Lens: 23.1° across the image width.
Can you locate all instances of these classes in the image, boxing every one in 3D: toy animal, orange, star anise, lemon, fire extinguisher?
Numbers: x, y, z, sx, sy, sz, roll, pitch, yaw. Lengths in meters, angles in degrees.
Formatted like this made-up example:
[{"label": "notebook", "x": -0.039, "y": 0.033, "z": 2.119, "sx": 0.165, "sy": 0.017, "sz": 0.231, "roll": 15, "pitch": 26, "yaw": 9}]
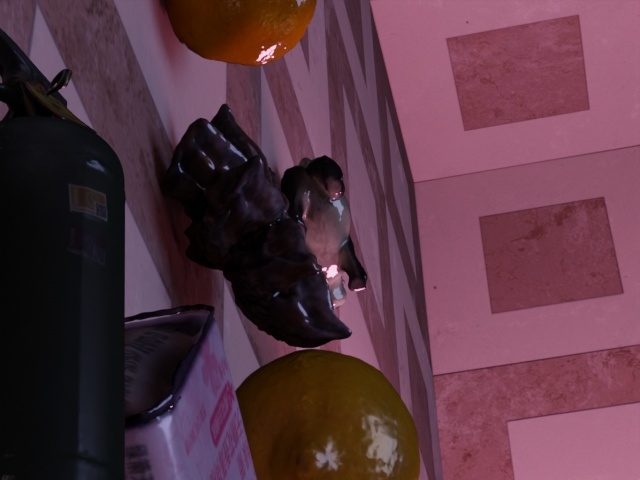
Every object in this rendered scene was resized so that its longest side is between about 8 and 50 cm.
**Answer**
[{"label": "toy animal", "x": 0.000, "y": 0.000, "z": 1.986, "sx": 0.121, "sy": 0.094, "sz": 0.225, "roll": -104, "pitch": 180, "yaw": -67}, {"label": "orange", "x": -0.078, "y": -0.231, "z": 1.489, "sx": 0.134, "sy": 0.157, "sz": 0.156, "roll": -59, "pitch": 173, "yaw": 4}, {"label": "star anise", "x": -0.066, "y": -0.003, "z": 1.395, "sx": 0.236, "sy": 0.109, "sz": 0.223, "roll": 63, "pitch": 3, "yaw": -1}, {"label": "lemon", "x": -0.003, "y": 0.189, "z": 1.377, "sx": 0.244, "sy": 0.187, "sz": 0.186, "roll": 8, "pitch": 72, "yaw": -84}, {"label": "fire extinguisher", "x": -0.153, "y": 0.029, "z": 0.812, "sx": 0.114, "sy": 0.095, "sz": 0.311, "roll": 30, "pitch": 45, "yaw": -40}]

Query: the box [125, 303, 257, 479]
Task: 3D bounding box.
[{"label": "box", "x": -0.089, "y": 0.235, "z": 0.987, "sx": 0.190, "sy": 0.112, "sz": 0.369, "roll": -73, "pitch": 151, "yaw": -73}]
